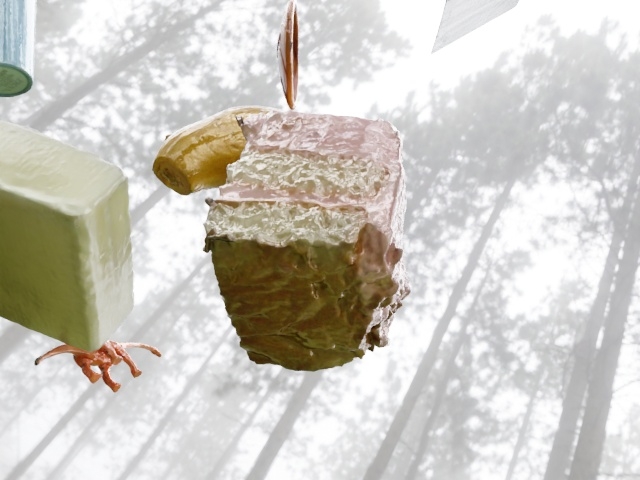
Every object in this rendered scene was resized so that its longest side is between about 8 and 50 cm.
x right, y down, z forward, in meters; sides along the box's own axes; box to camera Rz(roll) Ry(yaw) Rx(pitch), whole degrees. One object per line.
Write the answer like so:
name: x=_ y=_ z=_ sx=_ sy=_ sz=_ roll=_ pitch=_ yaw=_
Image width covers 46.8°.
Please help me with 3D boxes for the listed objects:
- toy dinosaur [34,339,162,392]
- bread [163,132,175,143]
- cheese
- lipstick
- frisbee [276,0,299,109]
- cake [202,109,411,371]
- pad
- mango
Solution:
toy dinosaur: x=-0.310 y=0.173 z=1.091 sx=0.101 sy=0.055 sz=0.279 roll=42 pitch=3 yaw=28
bread: x=-0.343 y=-0.207 z=1.853 sx=0.053 sy=0.074 sz=0.132 roll=-33 pitch=-106 yaw=43
cheese: x=-0.372 y=-0.005 z=0.960 sx=0.243 sy=0.124 sz=0.265 roll=24 pitch=-43 yaw=11
lipstick: x=-0.343 y=-0.285 z=0.804 sx=0.061 sy=0.274 sz=0.068 roll=-14 pitch=-23 yaw=8
frisbee: x=-0.059 y=-0.327 z=1.302 sx=0.035 sy=0.192 sz=0.192 roll=1 pitch=-49 yaw=3
cake: x=0.000 y=0.000 z=1.165 sx=0.293 sy=0.306 sz=0.314 roll=4 pitch=-45 yaw=8
pad: x=0.240 y=-0.342 z=1.064 sx=0.160 sy=0.265 sz=0.009 roll=-30 pitch=-94 yaw=2
mango: x=-0.163 y=-0.184 z=1.484 sx=0.144 sy=0.359 sz=0.187 roll=110 pitch=-37 yaw=-50
